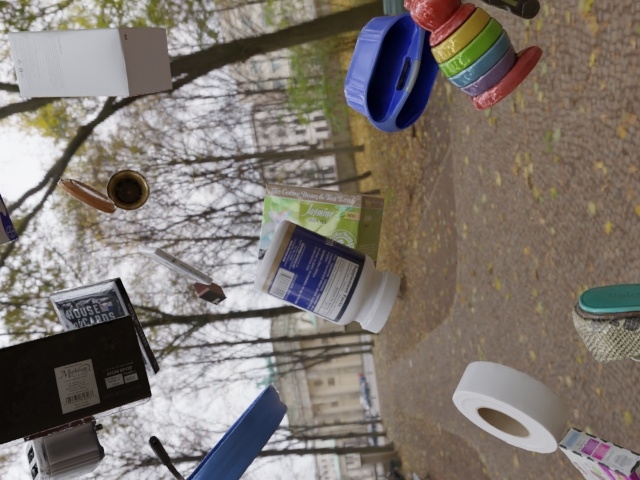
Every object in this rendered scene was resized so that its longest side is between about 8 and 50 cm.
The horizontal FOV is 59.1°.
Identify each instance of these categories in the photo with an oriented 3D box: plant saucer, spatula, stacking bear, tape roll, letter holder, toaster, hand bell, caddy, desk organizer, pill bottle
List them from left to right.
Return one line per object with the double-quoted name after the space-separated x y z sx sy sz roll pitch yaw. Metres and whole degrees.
-0.476 0.269 1.017 0.152 0.301 0.214 70 155 15 "letter holder"
-0.624 0.517 1.378 0.227 0.146 0.129 -44 64 46 "toaster"
-0.323 -0.064 0.789 0.013 0.083 0.083 -58 -1 2 "plant saucer"
-0.617 -0.148 1.825 0.242 0.126 0.126 171 92 -72 "hand bell"
-0.429 0.662 1.635 0.084 0.030 0.297 -43 -52 -33 "spatula"
-0.359 0.166 1.840 0.050 0.047 0.130 57 -176 24 "desk organizer"
0.015 0.077 1.122 0.153 0.264 0.153 -156 90 -87 "pill bottle"
0.224 -0.492 1.655 0.179 0.241 0.342 38 115 52 "caddy"
0.308 -0.439 1.221 0.175 0.289 0.164 -26 24 54 "stacking bear"
0.501 0.442 1.498 0.100 0.286 0.286 -56 -23 -25 "tape roll"

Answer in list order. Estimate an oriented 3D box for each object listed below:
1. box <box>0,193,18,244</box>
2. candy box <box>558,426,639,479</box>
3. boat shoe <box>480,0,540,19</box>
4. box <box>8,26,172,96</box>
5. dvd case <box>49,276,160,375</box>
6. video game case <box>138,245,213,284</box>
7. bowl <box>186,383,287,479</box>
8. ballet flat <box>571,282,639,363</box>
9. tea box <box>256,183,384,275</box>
-0.566 -0.037 0.883 0.137 0.072 0.126 -60 -45 -74 "box"
0.751 0.586 1.445 0.159 0.071 0.233 49 164 -13 "candy box"
0.425 -0.578 1.331 0.068 0.190 0.072 -57 -2 30 "boat shoe"
-0.615 -0.485 1.533 0.215 0.344 0.169 -48 -41 -63 "box"
-0.486 0.210 1.276 0.030 0.179 0.239 -62 -43 -67 "dvd case"
-0.328 0.055 1.274 0.157 0.143 0.019 2 61 61 "video game case"
-0.218 0.506 1.296 0.077 0.391 0.391 40 179 4 "bowl"
0.704 0.136 0.978 0.164 0.482 0.182 -43 -69 -53 "ballet flat"
0.000 0.000 1.780 0.220 0.328 0.324 -3 -80 -67 "tea box"
